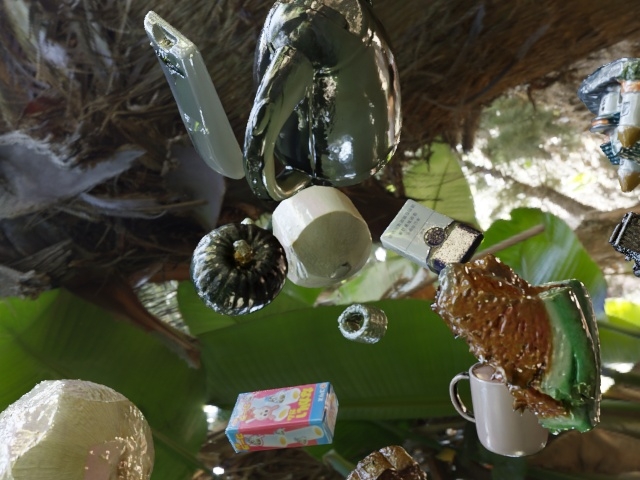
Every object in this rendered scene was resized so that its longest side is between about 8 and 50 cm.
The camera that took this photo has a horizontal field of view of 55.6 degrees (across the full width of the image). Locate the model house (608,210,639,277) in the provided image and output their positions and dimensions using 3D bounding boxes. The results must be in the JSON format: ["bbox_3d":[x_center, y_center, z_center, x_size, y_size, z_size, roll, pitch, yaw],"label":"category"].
[{"bbox_3d":[0.729,-0.033,1.328,0.164,0.203,0.141,35,-177,-7],"label":"model house"}]

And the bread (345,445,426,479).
[{"bbox_3d":[0.190,0.711,1.769,0.135,0.247,0.232,50,162,48],"label":"bread"}]

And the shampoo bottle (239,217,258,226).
[{"bbox_3d":[-0.250,0.011,1.841,0.079,0.162,0.079,45,178,2],"label":"shampoo bottle"}]

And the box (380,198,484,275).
[{"bbox_3d":[0.330,-0.001,1.801,0.168,0.259,0.071,-53,-33,-15],"label":"box"}]

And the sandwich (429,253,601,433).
[{"bbox_3d":[0.304,0.115,0.892,0.301,0.162,0.250,26,-124,-13],"label":"sandwich"}]

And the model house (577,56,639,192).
[{"bbox_3d":[0.769,-0.275,1.539,0.271,0.190,0.300,-179,100,-84],"label":"model house"}]

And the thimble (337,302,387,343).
[{"bbox_3d":[0.091,0.182,1.338,0.062,0.110,0.084,19,-98,-35],"label":"thimble"}]

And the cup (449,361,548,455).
[{"bbox_3d":[0.461,0.428,1.576,0.192,0.253,0.200,-17,-76,-56],"label":"cup"}]

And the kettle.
[{"bbox_3d":[-0.014,-0.204,0.888,0.320,0.228,0.324,-57,-14,-11],"label":"kettle"}]

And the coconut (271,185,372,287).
[{"bbox_3d":[0.001,-0.003,1.370,0.241,0.241,0.241,31,-130,-46],"label":"coconut"}]

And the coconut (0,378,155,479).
[{"bbox_3d":[-0.440,0.393,1.065,0.297,0.255,0.297,12,-107,-44],"label":"coconut"}]

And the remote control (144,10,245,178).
[{"bbox_3d":[-0.193,-0.201,0.939,0.109,0.055,0.313,42,165,23],"label":"remote control"}]

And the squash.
[{"bbox_3d":[-0.157,0.055,1.190,0.193,0.156,0.193,23,-129,-33],"label":"squash"}]

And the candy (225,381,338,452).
[{"bbox_3d":[-0.109,0.521,1.784,0.157,0.306,0.100,-73,-33,-59],"label":"candy"}]
